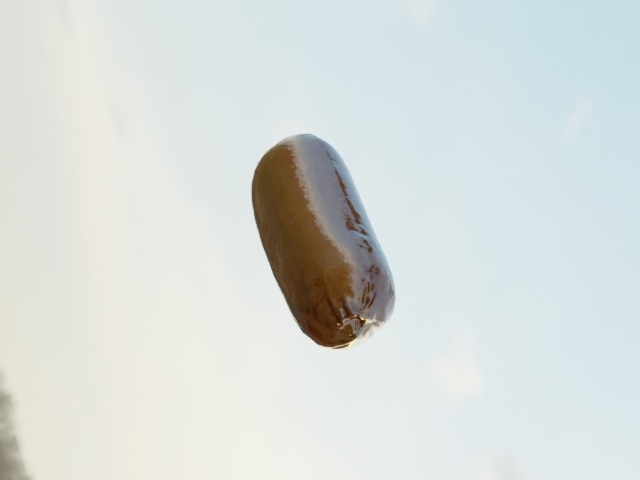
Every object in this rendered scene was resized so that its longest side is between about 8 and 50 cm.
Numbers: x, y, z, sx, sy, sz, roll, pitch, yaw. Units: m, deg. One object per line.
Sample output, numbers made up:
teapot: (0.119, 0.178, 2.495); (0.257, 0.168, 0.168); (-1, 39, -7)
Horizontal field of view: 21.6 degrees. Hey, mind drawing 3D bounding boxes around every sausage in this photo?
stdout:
sausage: (0.000, 0.000, 1.112); (0.197, 0.076, 0.076); (-113, -167, -53)
